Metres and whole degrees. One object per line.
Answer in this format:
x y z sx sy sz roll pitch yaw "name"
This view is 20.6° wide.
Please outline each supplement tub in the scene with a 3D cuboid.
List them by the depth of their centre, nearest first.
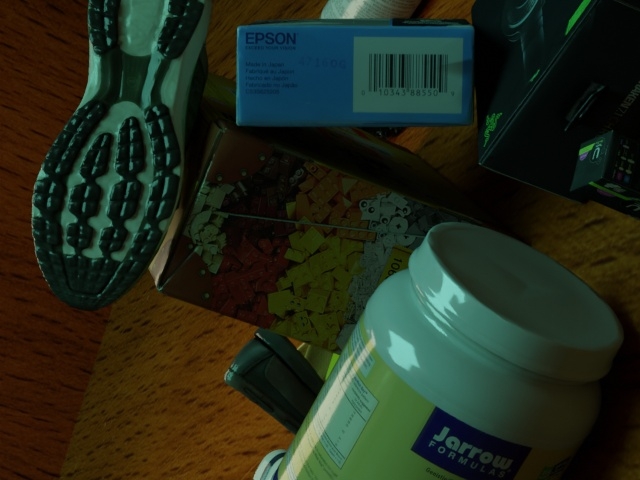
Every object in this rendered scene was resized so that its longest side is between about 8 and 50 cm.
0.115 0.175 1.650 0.331 0.241 0.241 -63 18 23 "supplement tub"

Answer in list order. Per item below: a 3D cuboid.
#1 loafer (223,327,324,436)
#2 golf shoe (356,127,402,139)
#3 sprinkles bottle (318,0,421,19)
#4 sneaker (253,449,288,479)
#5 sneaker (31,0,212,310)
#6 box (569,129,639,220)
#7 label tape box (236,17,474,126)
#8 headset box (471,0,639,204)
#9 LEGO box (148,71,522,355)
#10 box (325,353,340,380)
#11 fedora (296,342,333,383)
-0.015 0.208 1.970 0.084 0.267 0.096 -42 28 -11 "loafer"
0.069 -0.179 2.480 0.198 0.077 0.094 -44 30 52 "golf shoe"
0.090 -0.366 2.548 0.355 0.121 0.121 -54 23 40 "sprinkles bottle"
-0.062 0.385 2.232 0.095 0.090 0.235 16 89 56 "sneaker"
-0.188 -0.114 1.909 0.182 0.158 0.410 52 -129 -73 "sneaker"
0.289 -0.061 1.654 0.062 0.083 0.052 -28 45 66 "box"
0.042 -0.196 1.969 0.347 0.249 0.115 -78 -13 -79 "label tape box"
0.270 -0.215 1.809 0.283 0.131 0.246 -87 24 -45 "headset box"
-0.024 -0.034 2.093 0.193 0.372 0.500 -67 17 9 "LEGO box"
0.077 0.167 1.999 0.178 0.109 0.042 -162 90 -73 "box"
-0.004 0.189 2.273 0.194 0.079 0.194 -56 21 35 "fedora"
